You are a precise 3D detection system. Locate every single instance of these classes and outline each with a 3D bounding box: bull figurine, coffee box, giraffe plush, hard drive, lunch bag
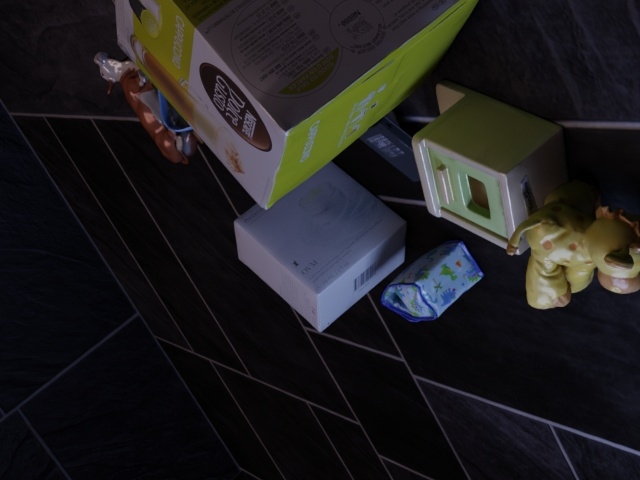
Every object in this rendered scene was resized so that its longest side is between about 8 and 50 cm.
[{"bbox_3d":[-0.361,-0.307,2.496,0.310,0.101,0.188,52,156,-1],"label":"bull figurine"},{"bbox_3d":[-0.040,-0.300,1.541,0.334,0.338,0.337,49,166,5],"label":"coffee box"},{"bbox_3d":[0.365,0.003,1.522,0.170,0.181,0.210,14,156,38],"label":"giraffe plush"},{"bbox_3d":[0.128,-0.145,1.864,0.135,0.022,0.094,37,162,-17],"label":"hard drive"},{"bbox_3d":[0.185,0.071,2.003,0.096,0.129,0.151,58,156,-14],"label":"lunch bag"}]

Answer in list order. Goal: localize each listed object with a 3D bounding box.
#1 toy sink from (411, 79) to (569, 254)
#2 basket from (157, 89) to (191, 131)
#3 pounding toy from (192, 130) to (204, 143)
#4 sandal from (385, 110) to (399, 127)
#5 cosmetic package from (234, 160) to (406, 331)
[{"bbox_3d":[0.222,-0.107,1.655,0.234,0.131,0.153,32,150,40],"label":"toy sink"},{"bbox_3d":[-0.163,-0.333,1.855,0.254,0.201,0.289,-8,93,22],"label":"basket"},{"bbox_3d":[-0.206,-0.254,2.310,0.181,0.094,0.206,47,167,-3],"label":"pounding toy"},{"bbox_3d":[0.030,-0.254,1.867,0.265,0.076,0.102,54,157,-7],"label":"sandal"},{"bbox_3d":[0.000,0.000,2.118,0.224,0.224,0.138,40,156,25],"label":"cosmetic package"}]
